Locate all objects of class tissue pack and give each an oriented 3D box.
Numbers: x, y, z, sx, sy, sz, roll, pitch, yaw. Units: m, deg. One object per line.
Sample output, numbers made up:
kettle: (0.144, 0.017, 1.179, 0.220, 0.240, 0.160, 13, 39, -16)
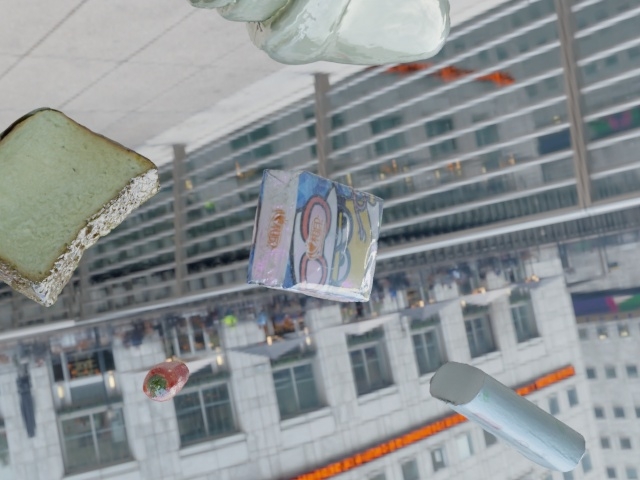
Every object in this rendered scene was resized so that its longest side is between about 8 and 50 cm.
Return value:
tissue pack: (0.000, 0.000, 0.769, 0.065, 0.115, 0.155, 4, 174, 32)

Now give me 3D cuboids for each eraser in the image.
eraser: (0.317, 0.301, 1.320, 0.227, 0.081, 0.174, 33, 171, -12)

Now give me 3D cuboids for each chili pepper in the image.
chili pepper: (-0.221, 0.200, 1.099, 0.059, 0.050, 0.191, -54, 178, -4)

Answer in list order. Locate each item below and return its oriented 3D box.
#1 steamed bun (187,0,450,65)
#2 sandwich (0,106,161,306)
steamed bun: (-0.054, -0.282, 0.635, 0.220, 0.309, 0.324, -28, 154, -1)
sandwich: (-0.464, -0.068, 1.271, 0.301, 0.271, 0.099, -53, 162, -28)
